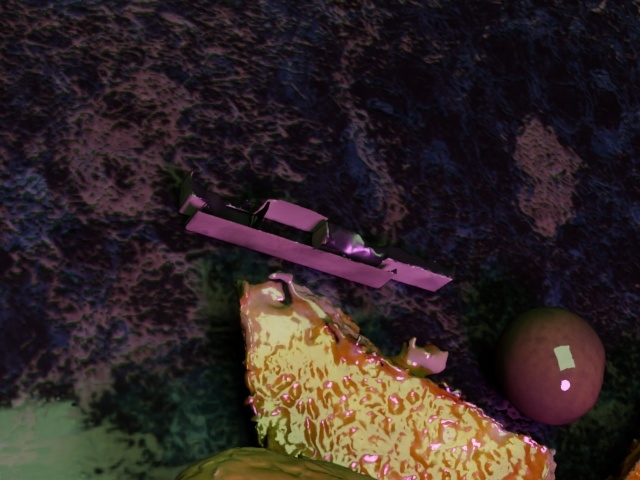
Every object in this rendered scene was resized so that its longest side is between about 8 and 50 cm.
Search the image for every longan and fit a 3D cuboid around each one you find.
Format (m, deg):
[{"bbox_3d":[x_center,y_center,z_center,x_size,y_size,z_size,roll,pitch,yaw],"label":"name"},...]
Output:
[{"bbox_3d":[0.202,0.110,0.876,0.113,0.092,0.113,34,37,-30],"label":"longan"}]

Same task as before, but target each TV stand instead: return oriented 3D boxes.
[{"bbox_3d":[0.000,0.000,0.857,0.249,0.036,0.042,18,56,-20],"label":"TV stand"}]

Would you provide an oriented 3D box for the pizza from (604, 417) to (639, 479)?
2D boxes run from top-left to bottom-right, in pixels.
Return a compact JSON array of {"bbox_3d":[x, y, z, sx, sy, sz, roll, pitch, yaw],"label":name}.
[{"bbox_3d":[0.293,0.251,0.853,0.228,0.081,0.290,5,66,-28],"label":"pizza"}]

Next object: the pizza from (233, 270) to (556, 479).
[{"bbox_3d":[0.032,0.149,0.770,0.297,0.071,0.189,38,72,-7],"label":"pizza"}]

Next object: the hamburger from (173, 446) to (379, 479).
[{"bbox_3d":[-0.030,0.261,0.593,0.259,0.145,0.283,11,41,15],"label":"hamburger"}]
